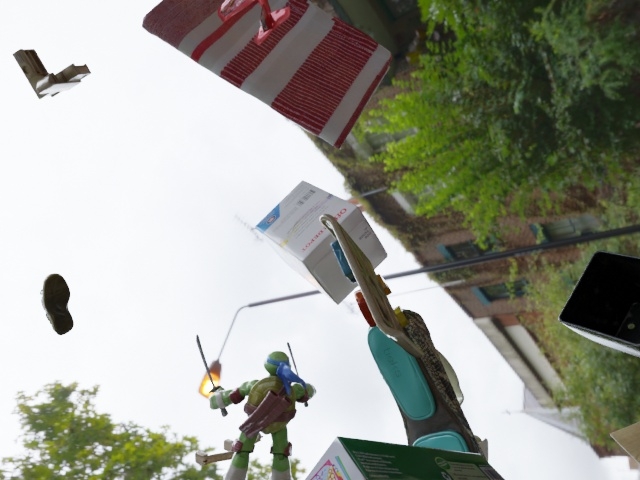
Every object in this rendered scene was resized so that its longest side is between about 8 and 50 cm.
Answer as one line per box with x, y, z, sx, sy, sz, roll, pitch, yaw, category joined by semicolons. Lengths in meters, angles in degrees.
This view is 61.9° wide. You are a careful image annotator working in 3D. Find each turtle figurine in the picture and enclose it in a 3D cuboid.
-0.115;0.338;1.071;0.198;0.275;0.266;9;-92;-45;turtle figurine

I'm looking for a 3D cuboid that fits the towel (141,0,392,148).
-0.063;-0.302;0.814;0.329;0.037;0.237;31;-124;-3;towel

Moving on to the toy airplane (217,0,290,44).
-0.078;-0.329;0.719;0.028;0.151;0.151;17;-116;-47;toy airplane

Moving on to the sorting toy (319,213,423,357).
0.095;0.099;0.911;0.229;0.041;0.307;61;-173;28;sorting toy

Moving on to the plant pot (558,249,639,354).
0.660;0.155;1.126;0.167;0.187;0.188;40;-102;-27;plant pot

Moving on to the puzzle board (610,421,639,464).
0.675;0.401;1.080;0.096;0.128;0.011;-115;4;-71;puzzle board

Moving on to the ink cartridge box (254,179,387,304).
0.000;0.000;1.234;0.171;0.233;0.168;-45;-53;-9;ink cartridge box

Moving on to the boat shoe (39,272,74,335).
-0.546;0.126;1.097;0.056;0.048;0.152;-34;-39;-40;boat shoe

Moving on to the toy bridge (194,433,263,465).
-0.203;0.492;1.268;0.188;0.063;0.026;-1;-87;-51;toy bridge

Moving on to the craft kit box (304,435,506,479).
0.042;0.311;0.526;0.250;0.061;0.246;26;-80;-41;craft kit box

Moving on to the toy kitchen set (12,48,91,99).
-0.404;-0.256;0.783;0.075;0.083;0.068;64;-160;-14;toy kitchen set

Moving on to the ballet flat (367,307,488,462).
0.244;0.360;1.077;0.182;0.164;0.482;-4;-111;-47;ballet flat
